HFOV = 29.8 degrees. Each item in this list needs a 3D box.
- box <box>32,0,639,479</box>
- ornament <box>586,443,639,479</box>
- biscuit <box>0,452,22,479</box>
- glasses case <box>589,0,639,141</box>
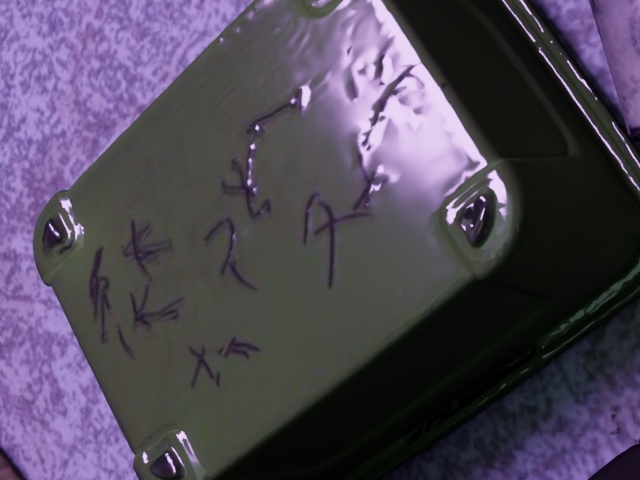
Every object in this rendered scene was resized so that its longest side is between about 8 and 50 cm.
[{"bbox_3d":[0.000,0.000,0.699,0.329,0.178,0.252,-42,69,27],"label":"box"},{"bbox_3d":[0.194,0.213,0.593,0.260,0.106,0.251,-38,58,25],"label":"ornament"},{"bbox_3d":[-0.269,0.289,0.957,0.325,0.044,0.217,44,111,27],"label":"biscuit"},{"bbox_3d":[0.178,-0.211,0.651,0.114,0.060,0.299,-19,78,28],"label":"glasses case"}]
